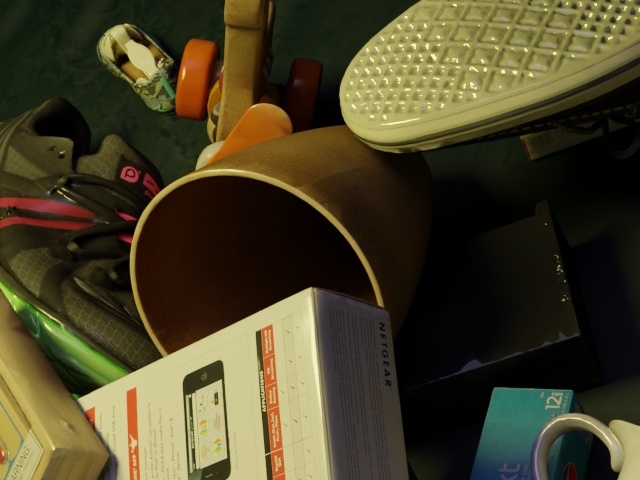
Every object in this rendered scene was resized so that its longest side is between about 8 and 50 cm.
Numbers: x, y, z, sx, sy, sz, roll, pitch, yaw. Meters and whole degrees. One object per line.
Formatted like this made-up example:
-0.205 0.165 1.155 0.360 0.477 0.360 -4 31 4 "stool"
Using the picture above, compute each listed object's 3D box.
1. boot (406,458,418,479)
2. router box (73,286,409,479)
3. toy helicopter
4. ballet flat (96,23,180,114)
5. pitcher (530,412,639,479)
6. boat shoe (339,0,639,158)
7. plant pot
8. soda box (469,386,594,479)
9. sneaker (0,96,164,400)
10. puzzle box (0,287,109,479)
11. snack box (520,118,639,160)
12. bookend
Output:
0.024 0.178 1.230 0.085 0.179 0.236 -28 7 1 "boot"
-0.067 0.240 1.171 0.301 0.082 0.336 -26 59 38 "router box"
-0.078 -0.145 1.521 0.140 0.355 0.235 11 61 1 "toy helicopter"
-0.206 -0.210 1.829 0.070 0.070 0.188 -41 45 -9 "ballet flat"
0.221 0.227 1.171 0.177 0.125 0.207 0 71 37 "pitcher"
0.262 -0.168 1.419 0.500 0.156 0.187 -20 45 -4 "boat shoe"
0.000 0.000 1.432 0.237 0.237 0.254 1 24 28 "plant pot"
0.153 0.220 1.269 0.071 0.067 0.210 0 53 29 "soda box"
-0.234 0.001 1.583 0.202 0.185 0.483 -38 46 -1 "sneaker"
-0.330 0.260 1.355 0.272 0.052 0.409 45 113 47 "puzzle box"
0.251 -0.143 1.546 0.141 0.037 0.100 -19 49 11 "snack box"
0.146 0.066 1.401 0.157 0.072 0.156 -20 45 13 "bookend"
